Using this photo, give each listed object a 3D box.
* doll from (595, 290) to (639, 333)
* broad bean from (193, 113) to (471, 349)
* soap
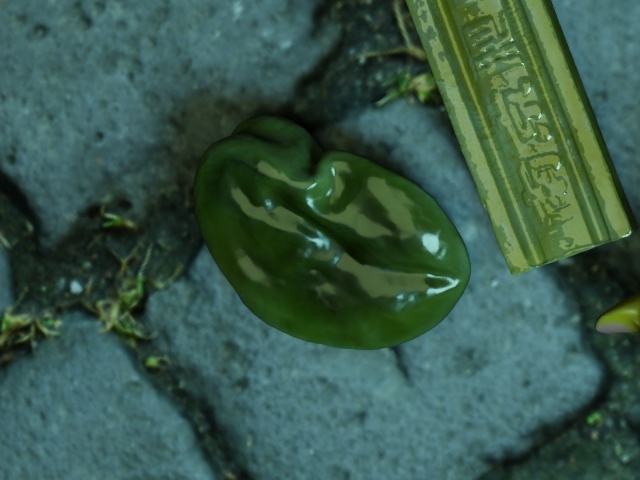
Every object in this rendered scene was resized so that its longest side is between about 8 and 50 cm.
[{"bbox_3d":[0.318,0.104,1.083,0.269,0.162,0.167,52,126,19],"label":"doll"},{"bbox_3d":[0.001,-0.001,1.233,0.206,0.072,0.153,36,120,11],"label":"broad bean"},{"bbox_3d":[0.131,-0.108,1.190,0.092,0.037,0.252,-21,89,21],"label":"soap"}]
